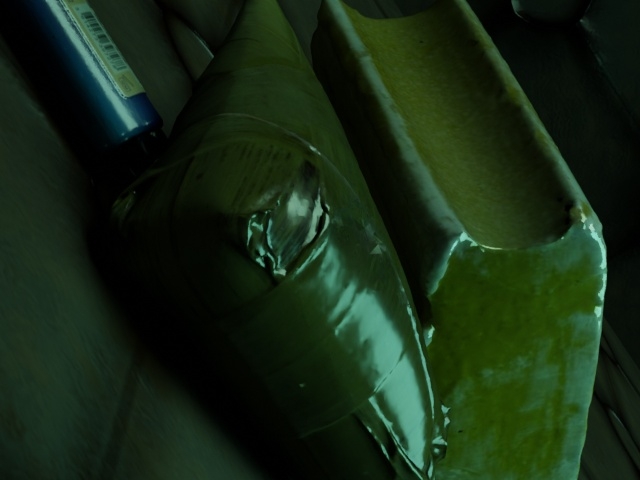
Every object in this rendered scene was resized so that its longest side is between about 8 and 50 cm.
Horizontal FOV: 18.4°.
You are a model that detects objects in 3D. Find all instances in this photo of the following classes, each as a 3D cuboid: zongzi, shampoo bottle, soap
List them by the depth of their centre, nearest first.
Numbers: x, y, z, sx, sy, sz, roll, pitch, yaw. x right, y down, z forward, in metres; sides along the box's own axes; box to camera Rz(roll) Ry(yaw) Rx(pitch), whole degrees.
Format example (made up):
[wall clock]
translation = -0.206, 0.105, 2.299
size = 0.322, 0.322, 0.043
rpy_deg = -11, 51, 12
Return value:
[shampoo bottle]
translation = -0.157, -0.115, 1.323
size = 0.183, 0.050, 0.087
rpy_deg = 57, 9, -1
[zongzi]
translation = 0.000, 0.000, 1.326
size = 0.274, 0.145, 0.300
rpy_deg = 55, 30, -29
[soap]
translation = 0.086, 0.007, 1.494
size = 0.335, 0.156, 0.293
rpy_deg = -113, -159, -51
